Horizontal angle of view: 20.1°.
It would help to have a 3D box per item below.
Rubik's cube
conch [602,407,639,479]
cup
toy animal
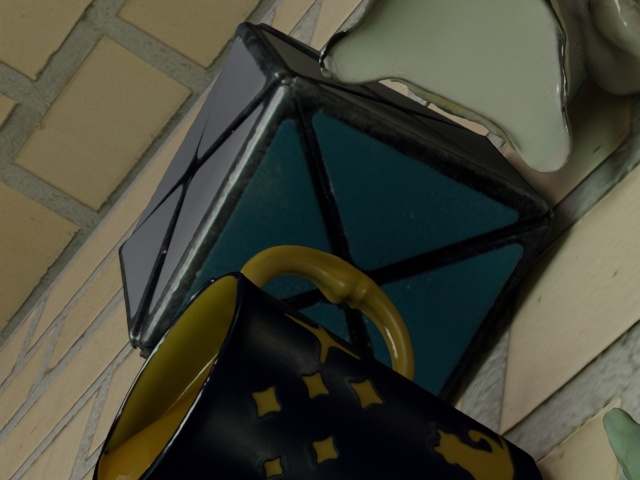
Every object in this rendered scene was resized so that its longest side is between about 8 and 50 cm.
[{"bbox_3d":[0.000,0.000,1.469,0.259,0.260,0.255,-63,14,10],"label":"Rubik's cube"},{"bbox_3d":[0.204,0.143,0.968,0.065,0.088,0.180,-19,22,-18],"label":"conch"},{"bbox_3d":[0.021,0.120,1.193,0.178,0.256,0.255,-25,38,64],"label":"cup"},{"bbox_3d":[0.131,-0.179,1.428,0.289,0.249,0.174,-106,40,-70],"label":"toy animal"}]
